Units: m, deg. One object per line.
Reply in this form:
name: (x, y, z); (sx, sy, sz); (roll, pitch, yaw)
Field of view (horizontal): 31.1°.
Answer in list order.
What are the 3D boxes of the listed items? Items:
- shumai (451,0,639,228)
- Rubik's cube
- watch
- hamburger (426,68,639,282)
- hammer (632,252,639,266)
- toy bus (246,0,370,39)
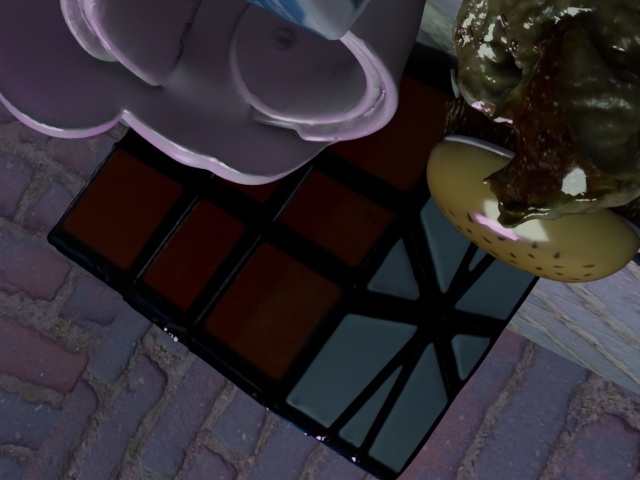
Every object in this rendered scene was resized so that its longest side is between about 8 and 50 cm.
shumai: (0.137, -0.073, 0.549); (0.139, 0.105, 0.123); (-5, 136, 4)
Rubik's cube: (0.000, 0.000, 0.995); (0.283, 0.294, 0.288); (34, 176, 33)
watch: (-0.059, -0.157, 0.654); (0.248, 0.211, 0.217); (22, 160, -8)
hamburger: (0.142, -0.048, 0.694); (0.175, 0.137, 0.175); (26, 175, 2)
hammer: (0.298, 0.011, 1.059); (0.289, 0.037, 0.137); (32, 177, -26)
toy bus: (-0.086, -0.197, 0.452); (0.297, 0.131, 0.106); (29, 177, 20)
